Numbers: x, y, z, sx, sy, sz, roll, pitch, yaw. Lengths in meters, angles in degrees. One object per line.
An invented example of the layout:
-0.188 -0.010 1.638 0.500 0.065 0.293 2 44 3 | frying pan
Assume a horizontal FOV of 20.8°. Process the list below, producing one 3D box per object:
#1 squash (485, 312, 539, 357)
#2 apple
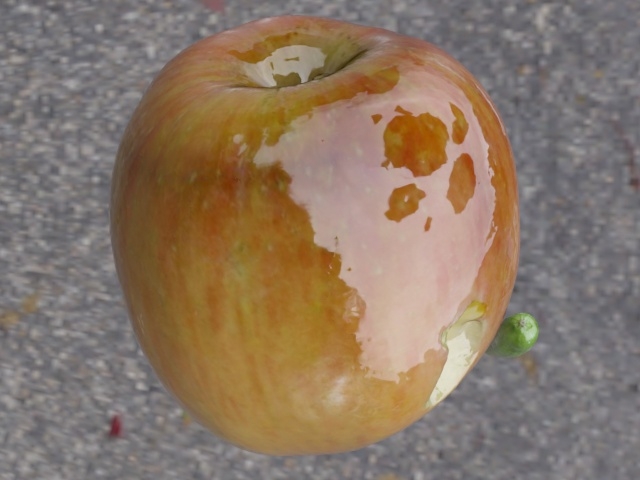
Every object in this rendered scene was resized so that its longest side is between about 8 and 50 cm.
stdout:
0.125 0.065 1.164 0.027 0.089 0.027 1 79 -7 | squash
0.000 0.000 1.025 0.242 0.242 0.241 -29 125 -31 | apple
